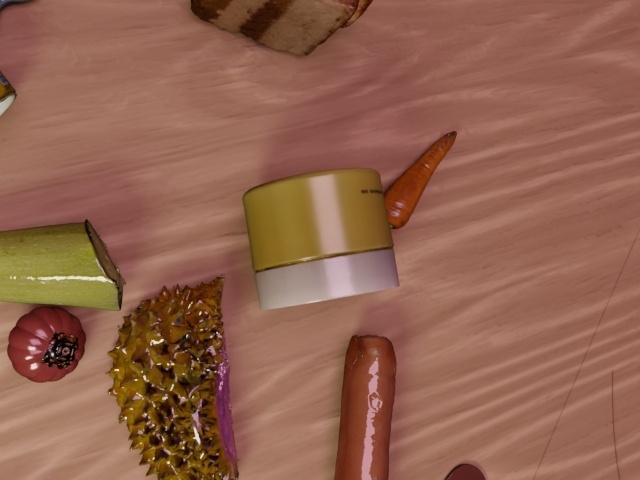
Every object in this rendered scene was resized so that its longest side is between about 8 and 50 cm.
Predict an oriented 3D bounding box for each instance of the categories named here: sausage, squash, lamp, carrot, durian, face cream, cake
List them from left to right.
[{"bbox_3d":[-0.420,0.025,0.972,0.287,0.137,0.137,5,82,-10],"label":"squash"},{"bbox_3d":[-0.382,0.145,0.974,0.107,0.092,0.108,-12,106,-51],"label":"lamp"},{"bbox_3d":[-0.210,0.224,1.020,0.191,0.112,0.342,-2,87,-23],"label":"durian"},{"bbox_3d":[-0.044,-0.433,1.117,0.292,0.198,0.196,13,74,-23],"label":"cake"},{"bbox_3d":[0.000,0.000,1.065,0.218,0.218,0.180,-8,86,-21],"label":"face cream"},{"bbox_3d":[0.063,0.362,1.115,0.094,0.094,0.419,7,82,3],"label":"sausage"},{"bbox_3d":[0.172,-0.113,1.230,0.061,0.061,0.257,40,69,-12],"label":"carrot"}]

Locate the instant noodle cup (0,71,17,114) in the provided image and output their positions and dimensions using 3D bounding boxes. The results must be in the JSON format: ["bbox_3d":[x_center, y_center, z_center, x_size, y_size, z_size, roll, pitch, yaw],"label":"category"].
[{"bbox_3d":[-0.511,-0.206,0.932,0.182,0.182,0.144,-47,109,-18],"label":"instant noodle cup"}]

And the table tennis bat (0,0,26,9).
[{"bbox_3d":[-0.479,-0.390,1.033,0.152,0.040,0.245,15,74,-19],"label":"table tennis bat"}]

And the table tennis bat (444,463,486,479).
[{"bbox_3d":[0.232,0.461,1.210,0.087,0.013,0.156,47,69,-12],"label":"table tennis bat"}]
